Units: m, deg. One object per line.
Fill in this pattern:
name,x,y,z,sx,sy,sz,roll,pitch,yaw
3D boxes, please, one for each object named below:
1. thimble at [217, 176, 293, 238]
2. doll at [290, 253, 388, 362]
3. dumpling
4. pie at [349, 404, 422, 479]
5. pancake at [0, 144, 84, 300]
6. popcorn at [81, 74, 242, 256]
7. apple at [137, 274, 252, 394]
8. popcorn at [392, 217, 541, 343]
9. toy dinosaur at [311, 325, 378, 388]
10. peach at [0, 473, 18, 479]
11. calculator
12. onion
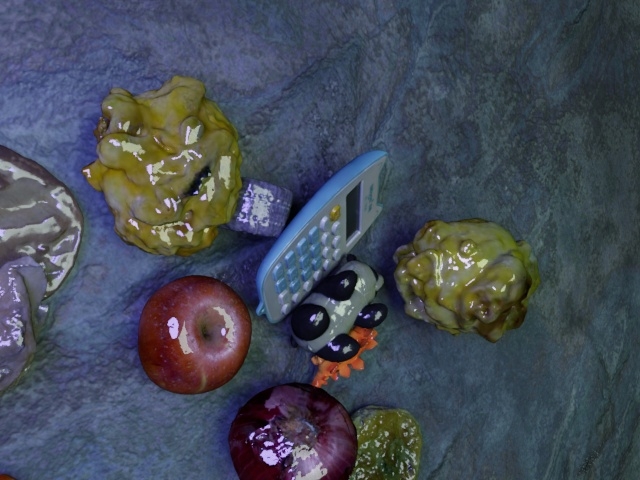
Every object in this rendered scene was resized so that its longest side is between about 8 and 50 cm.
thimble,-0.129,-0.060,1.034,0.150,0.150,0.098,11,90,-36
doll,0.037,0.134,1.159,0.234,0.135,0.143,-46,116,-16
dumpling,-0.486,0.185,0.799,0.332,0.086,0.166,-44,127,-12
pie,0.127,0.503,1.297,0.277,0.078,0.277,-1,91,-37
pancake,-0.502,-0.012,0.822,0.294,0.049,0.294,-4,96,-40
popcorn,-0.245,-0.119,0.910,0.252,0.215,0.286,7,82,0
apple,-0.220,0.161,0.977,0.201,0.162,0.201,9,76,-38
popcorn,0.323,0.086,1.305,0.312,0.312,0.312,-2,94,-36
toy dinosaur,0.064,0.220,1.211,0.070,0.117,0.288,45,70,-29
peach,-0.474,0.400,0.832,0.100,0.100,0.101,-2,94,-36
calculator,0.000,0.000,1.113,0.386,0.054,0.256,-50,158,-24
onion,-0.056,0.395,1.091,0.252,0.219,0.252,10,58,-17
